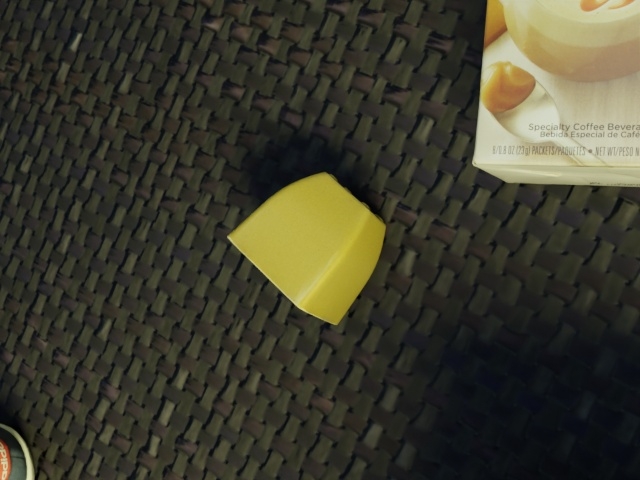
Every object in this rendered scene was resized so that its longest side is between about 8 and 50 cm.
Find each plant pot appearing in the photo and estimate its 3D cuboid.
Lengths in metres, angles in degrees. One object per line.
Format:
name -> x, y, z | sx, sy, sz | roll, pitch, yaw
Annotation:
plant pot -> 0.000, 0.000, 0.631 | 0.081, 0.081, 0.083 | 43, 93, 24

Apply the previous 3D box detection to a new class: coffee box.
coffee box -> 0.181, -0.161, 0.537 | 0.141, 0.098, 0.247 | 3, 87, 27

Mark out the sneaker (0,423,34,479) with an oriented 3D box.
sneaker -> -0.421, 0.229, 0.701 | 0.350, 0.148, 0.131 | -22, 75, -11
